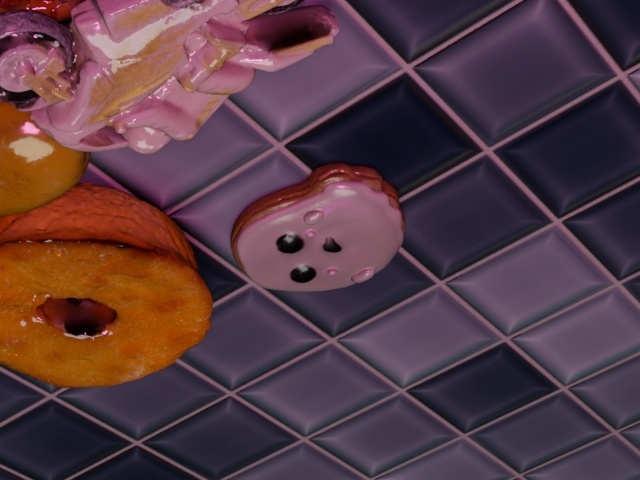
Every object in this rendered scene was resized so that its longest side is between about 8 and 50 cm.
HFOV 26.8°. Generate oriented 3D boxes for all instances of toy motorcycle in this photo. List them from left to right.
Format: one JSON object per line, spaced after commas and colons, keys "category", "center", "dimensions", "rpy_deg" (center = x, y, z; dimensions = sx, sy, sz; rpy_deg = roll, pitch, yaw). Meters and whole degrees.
{"category": "toy motorcycle", "center": [-0.144, -0.170, 1.242], "dimensions": [0.341, 0.108, 0.223], "rpy_deg": [-22, 145, -8]}

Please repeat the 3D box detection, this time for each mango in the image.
{"category": "mango", "center": [-0.314, -0.086, 1.343], "dimensions": [0.195, 0.098, 0.137], "rpy_deg": [-23, 142, 26]}

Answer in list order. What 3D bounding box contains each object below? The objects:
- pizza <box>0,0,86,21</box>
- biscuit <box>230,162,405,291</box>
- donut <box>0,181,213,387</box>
{"category": "pizza", "center": [-0.278, -0.258, 1.174], "dimensions": [0.201, 0.053, 0.193], "rpy_deg": [-7, 140, -3]}
{"category": "biscuit", "center": [0.000, 0.000, 1.542], "dimensions": [0.208, 0.049, 0.181], "rpy_deg": [-25, 137, 15]}
{"category": "donut", "center": [-0.270, 0.047, 1.499], "dimensions": [0.303, 0.110, 0.303], "rpy_deg": [-6, 143, -4]}
